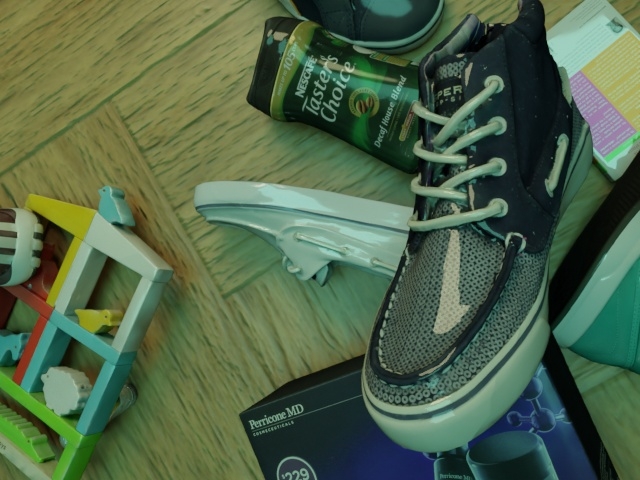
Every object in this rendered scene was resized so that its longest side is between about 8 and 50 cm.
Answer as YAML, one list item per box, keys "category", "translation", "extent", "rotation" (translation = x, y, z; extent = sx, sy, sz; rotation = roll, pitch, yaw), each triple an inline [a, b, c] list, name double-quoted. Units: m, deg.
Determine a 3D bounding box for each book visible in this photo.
- category: "book"
  translation: [0.256, -0.138, 0.543]
  extent: [0.096, 0.035, 0.144]
  rotation: [-39, 82, 11]

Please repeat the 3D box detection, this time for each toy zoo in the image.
- category: "toy zoo"
  translation: [-0.267, 0.080, 0.615]
  extent: [0.192, 0.030, 0.293]
  rotation: [25, 93, 23]

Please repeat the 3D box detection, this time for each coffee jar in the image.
- category: "coffee jar"
  translation: [0.025, -0.138, 0.557]
  extent: [0.184, 0.079, 0.096]
  rotation: [23, 115, 11]

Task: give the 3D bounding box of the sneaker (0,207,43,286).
- category: "sneaker"
  translation: [-0.431, -0.002, 0.587]
  extent: [0.281, 0.162, 0.106]
  rotation: [-7, 81, 21]

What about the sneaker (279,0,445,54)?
- category: "sneaker"
  translation: [-0.025, -0.296, 0.553]
  extent: [0.321, 0.127, 0.126]
  rotation: [38, 94, 8]

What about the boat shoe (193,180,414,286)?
- category: "boat shoe"
  translation: [0.000, 0.000, 0.556]
  extent: [0.258, 0.095, 0.084]
  rotation: [10, 86, 12]

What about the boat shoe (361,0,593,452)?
- category: "boat shoe"
  translation: [0.098, -0.038, 0.425]
  extent: [0.127, 0.340, 0.158]
  rotation: [-6, 127, 39]

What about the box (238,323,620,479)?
- category: "box"
  translation: [0.087, 0.178, 0.502]
  extent: [0.261, 0.103, 0.184]
  rotation: [-26, 81, 25]

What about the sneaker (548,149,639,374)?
- category: "sneaker"
  translation: [0.317, 0.005, 0.451]
  extent: [0.178, 0.124, 0.295]
  rotation: [27, 125, 6]

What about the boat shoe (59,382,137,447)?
- category: "boat shoe"
  translation: [-0.238, 0.186, 0.625]
  extent: [0.100, 0.035, 0.035]
  rotation: [-35, 83, 8]
